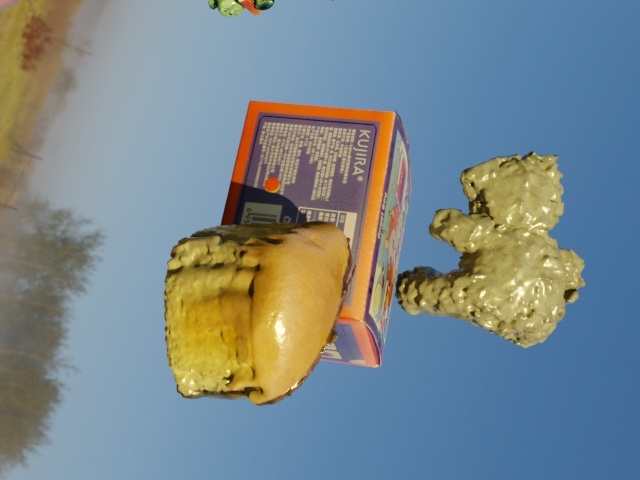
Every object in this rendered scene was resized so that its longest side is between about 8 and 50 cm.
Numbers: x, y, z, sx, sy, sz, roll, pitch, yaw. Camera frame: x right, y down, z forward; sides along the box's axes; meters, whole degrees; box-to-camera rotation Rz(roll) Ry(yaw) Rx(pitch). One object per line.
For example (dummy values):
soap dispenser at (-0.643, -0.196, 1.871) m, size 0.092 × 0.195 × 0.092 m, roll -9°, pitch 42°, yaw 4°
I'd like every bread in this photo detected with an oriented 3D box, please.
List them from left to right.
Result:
bread at (-0.075, 0.063, 0.893) m, size 0.204 × 0.162 × 0.262 m, roll 0°, pitch -127°, yaw 25°

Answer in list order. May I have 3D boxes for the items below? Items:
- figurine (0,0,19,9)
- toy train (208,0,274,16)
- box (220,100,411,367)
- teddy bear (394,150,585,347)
figurine at (-0.440, -0.376, 0.926) m, size 0.173 × 0.173 × 0.173 m, roll -43°, pitch -143°, yaw 44°
toy train at (-0.068, -0.222, 0.568) m, size 0.064 × 0.044 × 0.103 m, roll -20°, pitch -101°, yaw 16°
box at (0.000, 0.000, 1.215) m, size 0.318 × 0.257 × 0.348 m, roll 68°, pitch 30°, yaw -65°
teddy bear at (0.358, 0.007, 1.400) m, size 0.224 × 0.358 × 0.367 m, roll -176°, pitch -78°, yaw -73°
